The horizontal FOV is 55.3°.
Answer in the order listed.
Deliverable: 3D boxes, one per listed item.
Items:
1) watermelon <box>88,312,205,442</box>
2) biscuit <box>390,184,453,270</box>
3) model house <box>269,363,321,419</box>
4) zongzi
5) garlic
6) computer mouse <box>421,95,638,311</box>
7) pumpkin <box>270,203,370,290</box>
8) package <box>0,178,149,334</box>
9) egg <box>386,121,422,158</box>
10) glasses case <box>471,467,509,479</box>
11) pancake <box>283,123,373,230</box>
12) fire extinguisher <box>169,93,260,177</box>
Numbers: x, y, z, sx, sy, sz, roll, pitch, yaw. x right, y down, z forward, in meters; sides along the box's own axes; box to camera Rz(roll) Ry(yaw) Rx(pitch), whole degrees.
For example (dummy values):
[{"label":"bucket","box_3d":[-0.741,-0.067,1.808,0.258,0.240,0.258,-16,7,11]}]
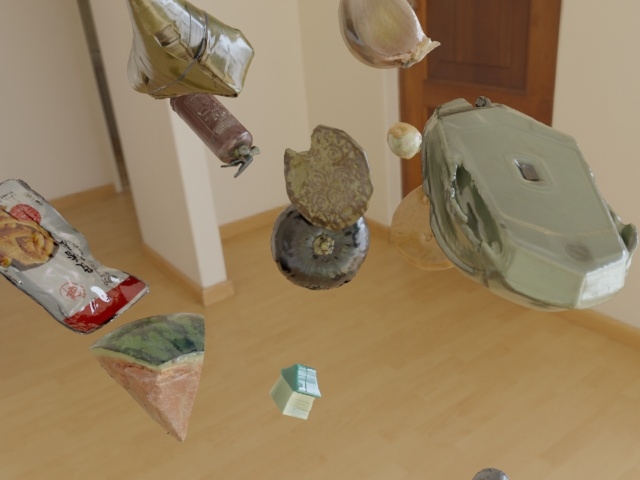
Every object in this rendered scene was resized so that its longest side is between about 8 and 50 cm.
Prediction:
[{"label":"watermelon","box_3d":[-0.329,0.283,1.421,0.250,0.292,0.283,-44,27,-25]},{"label":"biscuit","box_3d":[0.310,-0.050,1.223,0.355,0.052,0.275,-5,56,26]},{"label":"model house","box_3d":[-0.071,0.457,1.900,0.101,0.148,0.127,22,10,-33]},{"label":"zongzi","box_3d":[-0.280,-0.325,0.965,0.260,0.122,0.289,7,-11,38]},{"label":"garlic","box_3d":[0.098,-0.455,1.217,0.148,0.266,0.128,-42,30,-14]},{"label":"computer mouse","box_3d":[0.251,-0.048,0.817,0.228,0.145,0.428,5,41,-6]},{"label":"pumpkin","box_3d":[0.000,0.000,1.410,0.233,0.232,0.163,-5,6,0]},{"label":"package","box_3d":[-0.331,0.015,0.727,0.239,0.030,0.154,39,25,2]},{"label":"egg","box_3d":[0.177,-0.217,1.313,0.071,0.071,0.083,-21,57,-31]},{"label":"glasses case","box_3d":[0.357,0.655,1.419,0.282,0.067,0.109,-51,11,-35]},{"label":"pancake","box_3d":[0.011,-0.123,1.239,0.235,0.211,0.029,-20,7,44]},{"label":"fire extinguisher","box_3d":[-0.236,-0.249,1.386,0.105,0.104,0.269,-26,63,-37]}]
